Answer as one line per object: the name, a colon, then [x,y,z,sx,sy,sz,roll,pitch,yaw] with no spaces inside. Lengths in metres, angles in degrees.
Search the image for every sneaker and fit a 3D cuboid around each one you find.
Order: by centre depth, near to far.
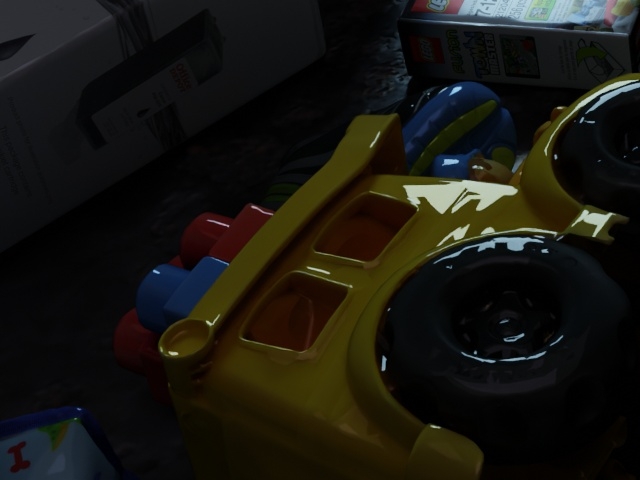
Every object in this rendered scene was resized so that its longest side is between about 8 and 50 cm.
sneaker: [0.000,0.000,0.767,0.188,0.067,0.078,-39,20,-15]

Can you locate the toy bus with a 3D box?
toy bus: [0.037,0.026,0.654,0.211,0.149,0.220,20,52,30]

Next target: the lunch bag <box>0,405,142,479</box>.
lunch bag: [-0.135,0.142,0.633,0.151,0.096,0.129,-17,44,19]

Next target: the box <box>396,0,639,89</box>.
box: [0.124,-0.155,0.902,0.114,0.036,0.207,7,47,22]

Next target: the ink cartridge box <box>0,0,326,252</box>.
ink cartridge box: [-0.130,-0.102,0.879,0.218,0.092,0.158,-32,46,-20]
